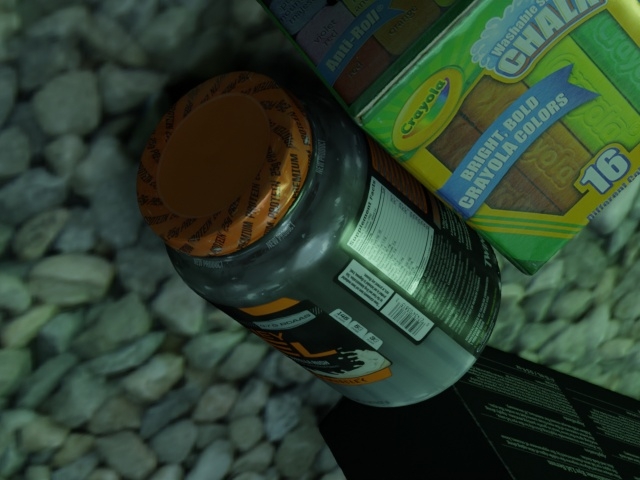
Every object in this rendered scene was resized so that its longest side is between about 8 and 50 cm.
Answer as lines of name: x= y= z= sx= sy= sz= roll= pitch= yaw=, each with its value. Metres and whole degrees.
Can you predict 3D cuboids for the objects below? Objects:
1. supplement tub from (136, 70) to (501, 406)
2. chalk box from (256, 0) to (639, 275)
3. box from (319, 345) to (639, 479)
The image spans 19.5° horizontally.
supplement tub: x=0.000 y=0.000 z=0.937 sx=0.117 sy=0.117 sz=0.190 roll=-43 pitch=136 yaw=9
chalk box: x=0.064 y=-0.107 z=0.869 sx=0.132 sy=0.132 sz=0.213 roll=-44 pitch=137 yaw=9
box: x=0.150 y=0.171 z=1.135 sx=0.261 sy=0.184 sz=0.103 roll=21 pitch=114 yaw=-42
